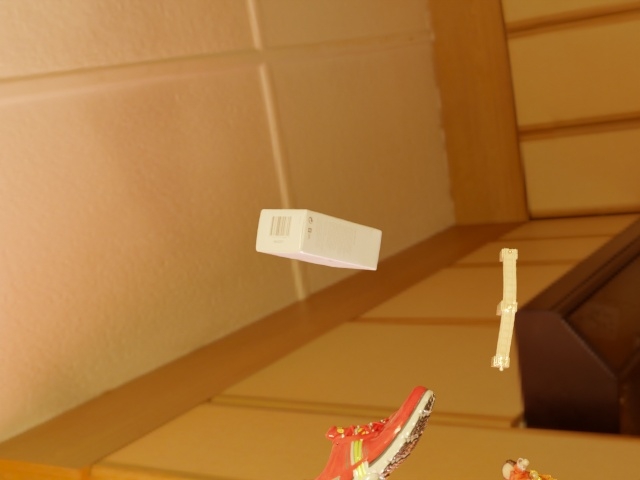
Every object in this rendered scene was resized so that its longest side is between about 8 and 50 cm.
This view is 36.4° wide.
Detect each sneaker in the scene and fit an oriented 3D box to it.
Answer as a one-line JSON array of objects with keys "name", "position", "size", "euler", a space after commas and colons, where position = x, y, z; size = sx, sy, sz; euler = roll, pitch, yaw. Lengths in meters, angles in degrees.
[{"name": "sneaker", "position": [0.068, 0.328, 1.552], "size": [0.279, 0.118, 0.107], "euler": [-48, -19, 3]}]

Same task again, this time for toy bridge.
[{"name": "toy bridge", "position": [0.282, 0.104, 1.477], "size": [0.063, 0.026, 0.188], "euler": [78, -162, -78]}]

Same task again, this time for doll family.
[{"name": "doll family", "position": [0.386, 0.518, 1.785], "size": [0.163, 0.118, 0.263], "euler": [-122, 39, -71]}]

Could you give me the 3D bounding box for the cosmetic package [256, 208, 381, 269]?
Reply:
[{"name": "cosmetic package", "position": [0.000, 0.000, 1.824], "size": [0.231, 0.117, 0.085], "euler": [15, -100, -48]}]
